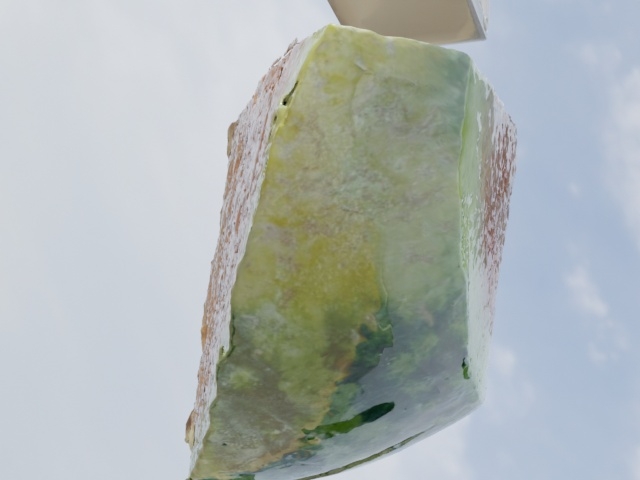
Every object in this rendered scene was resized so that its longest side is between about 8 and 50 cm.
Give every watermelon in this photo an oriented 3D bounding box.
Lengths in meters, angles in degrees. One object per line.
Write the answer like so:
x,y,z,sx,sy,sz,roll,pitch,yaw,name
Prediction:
0.000,0.000,0.819,0.193,0.231,0.310,7,-60,15,watermelon

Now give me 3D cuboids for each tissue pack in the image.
0.074,-0.302,1.358,0.246,0.136,0.159,52,38,-61,tissue pack
